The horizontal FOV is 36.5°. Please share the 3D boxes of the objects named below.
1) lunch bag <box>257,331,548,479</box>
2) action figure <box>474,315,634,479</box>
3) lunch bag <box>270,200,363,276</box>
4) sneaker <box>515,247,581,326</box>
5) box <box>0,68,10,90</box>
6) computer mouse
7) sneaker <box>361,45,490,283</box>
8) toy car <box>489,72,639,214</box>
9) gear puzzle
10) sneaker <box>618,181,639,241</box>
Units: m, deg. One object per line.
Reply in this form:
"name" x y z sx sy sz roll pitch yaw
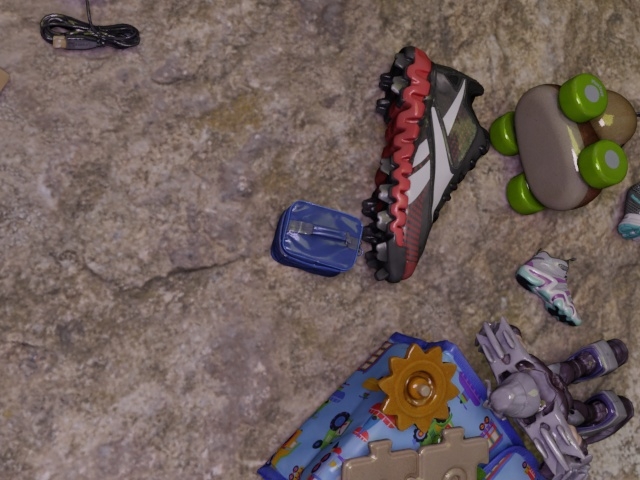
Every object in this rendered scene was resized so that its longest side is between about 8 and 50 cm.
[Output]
"lunch bag" 0.118 0.282 1.041 0.221 0.138 0.293 -43 106 -18
"action figure" 0.245 0.168 1.024 0.285 0.099 0.185 8 59 -52
"lunch bag" 0.000 0.000 1.072 0.098 0.065 0.067 15 77 -12
"sneaker" 0.288 0.050 1.157 0.098 0.038 0.069 45 73 -5
"box" -0.436 -0.161 0.962 0.201 0.021 0.164 35 60 -22
"computer mouse" -0.257 -0.303 1.052 0.106 0.042 0.193 -5 100 -11
"sneaker" 0.124 -0.081 1.103 0.135 0.097 0.276 12 76 -11
"toy car" 0.328 -0.119 1.149 0.188 0.155 0.148 -12 84 -29
"gear puzzle" 0.082 0.264 0.939 0.176 0.044 0.338 -4 98 -23
"sneaker" 0.451 -0.033 1.206 0.167 0.065 0.076 10 74 -15
